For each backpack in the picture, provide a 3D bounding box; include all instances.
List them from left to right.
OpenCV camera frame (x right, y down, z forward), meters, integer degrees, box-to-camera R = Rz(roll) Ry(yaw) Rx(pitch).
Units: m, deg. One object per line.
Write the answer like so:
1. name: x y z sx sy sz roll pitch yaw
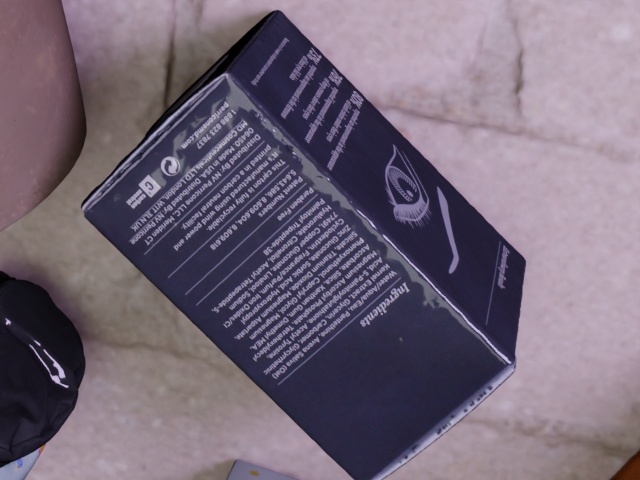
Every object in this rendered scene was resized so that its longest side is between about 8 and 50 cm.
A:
1. backpack: -0.228 0.114 0.993 0.182 0.152 0.115 -35 91 30

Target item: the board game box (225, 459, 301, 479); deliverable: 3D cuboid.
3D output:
1. board game box: -0.058 0.288 0.938 0.097 0.303 0.224 16 111 3

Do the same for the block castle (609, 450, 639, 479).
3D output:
1. block castle: 0.189 0.301 0.907 0.213 0.303 0.453 36 111 -5

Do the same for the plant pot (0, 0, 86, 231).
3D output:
1. plant pot: -0.229 -0.115 0.874 0.263 0.263 0.229 -16 123 14

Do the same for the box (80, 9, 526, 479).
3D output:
1. box: 0.000 0.000 0.911 0.108 0.153 0.207 -42 98 19
